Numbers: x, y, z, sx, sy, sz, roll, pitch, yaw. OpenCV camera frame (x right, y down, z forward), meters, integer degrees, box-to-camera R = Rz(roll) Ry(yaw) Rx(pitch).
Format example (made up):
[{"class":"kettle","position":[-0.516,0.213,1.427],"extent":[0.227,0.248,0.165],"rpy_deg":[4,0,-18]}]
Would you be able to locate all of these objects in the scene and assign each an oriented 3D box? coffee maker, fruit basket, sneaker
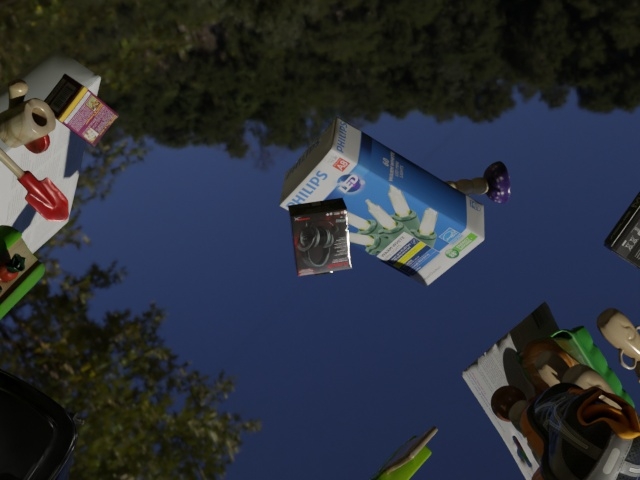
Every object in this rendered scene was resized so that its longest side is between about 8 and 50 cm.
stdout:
[{"class":"coffee maker","position":[-0.241,0.164,0.662],"extent":[0.120,0.178,0.171],"rpy_deg":[12,-126,-11]},{"class":"fruit basket","position":[0.416,0.313,1.649],"extent":[0.353,0.327,0.165],"rpy_deg":[-29,174,-44]},{"class":"sneaker","position":[0.210,0.150,0.701],"extent":[0.084,0.083,0.215],"rpy_deg":[26,-167,4]}]

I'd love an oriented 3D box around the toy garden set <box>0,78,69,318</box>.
[{"class":"toy garden set","position":[-0.230,-0.075,0.538],"extent":[0.049,0.244,0.204],"rpy_deg":[-16,-154,29]}]

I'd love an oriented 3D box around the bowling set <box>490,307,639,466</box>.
[{"class":"bowling set","position":[0.360,0.246,1.297],"extent":[0.287,0.154,0.200],"rpy_deg":[-51,-166,-26]}]

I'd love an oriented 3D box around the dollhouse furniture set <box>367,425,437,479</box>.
[{"class":"dollhouse furniture set","position":[0.182,0.409,1.156],"extent":[0.197,0.301,0.151],"rpy_deg":[-38,171,-37]}]

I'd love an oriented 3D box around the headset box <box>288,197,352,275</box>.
[{"class":"headset box","position":[0.000,0.000,0.994],"extent":[0.062,0.083,0.032],"rpy_deg":[-7,-154,-5]}]

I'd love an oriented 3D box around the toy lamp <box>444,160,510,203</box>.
[{"class":"toy lamp","position":[0.165,-0.078,1.460],"extent":[0.275,0.080,0.080],"rpy_deg":[-10,-151,-9]}]

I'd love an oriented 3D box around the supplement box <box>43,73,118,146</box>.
[{"class":"supplement box","position":[-0.307,-0.166,1.157],"extent":[0.043,0.083,0.055],"rpy_deg":[33,-96,26]}]

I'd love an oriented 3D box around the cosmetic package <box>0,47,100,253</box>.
[{"class":"cosmetic package","position":[-0.495,-0.082,1.427],"extent":[0.097,0.377,0.284],"rpy_deg":[32,-133,1]}]

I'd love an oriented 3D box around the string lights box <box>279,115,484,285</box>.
[{"class":"string lights box","position":[0.088,-0.050,1.274],"extent":[0.133,0.260,0.077],"rpy_deg":[-45,-155,39]}]

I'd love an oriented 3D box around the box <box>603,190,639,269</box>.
[{"class":"box","position":[0.564,-0.042,1.260],"extent":[0.270,0.216,0.060],"rpy_deg":[-57,178,8]}]
